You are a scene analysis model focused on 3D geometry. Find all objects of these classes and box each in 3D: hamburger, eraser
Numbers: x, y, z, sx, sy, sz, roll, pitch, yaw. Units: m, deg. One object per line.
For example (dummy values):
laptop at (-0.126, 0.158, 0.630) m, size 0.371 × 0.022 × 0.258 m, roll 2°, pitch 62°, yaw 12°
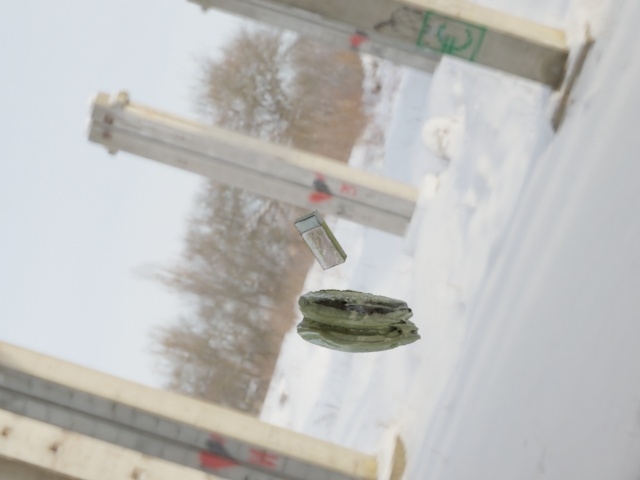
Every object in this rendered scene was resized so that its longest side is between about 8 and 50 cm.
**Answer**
hamburger at (0.040, 0.088, 1.165) m, size 0.140 × 0.133 × 0.062 m, roll 3°, pitch 93°, yaw 47°
eraser at (0.000, 0.000, 1.423) m, size 0.083 × 0.038 × 0.019 m, roll 58°, pitch -150°, yaw -21°
